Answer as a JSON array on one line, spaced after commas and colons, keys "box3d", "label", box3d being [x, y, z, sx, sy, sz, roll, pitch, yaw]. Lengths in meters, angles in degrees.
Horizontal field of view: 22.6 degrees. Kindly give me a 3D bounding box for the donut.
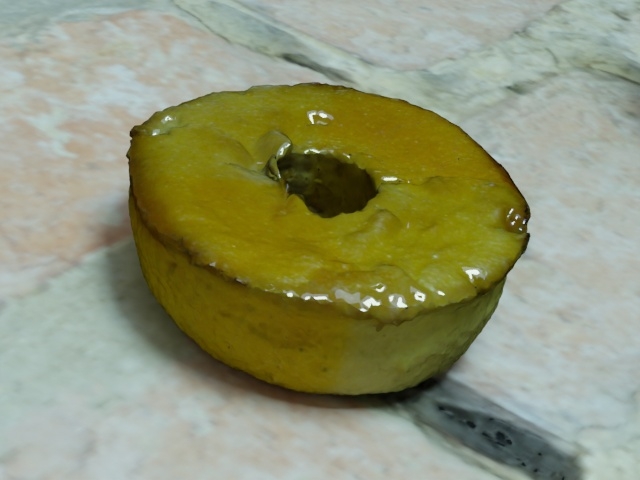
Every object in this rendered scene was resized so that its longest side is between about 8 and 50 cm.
[{"box3d": [0.000, 0.000, 0.651, 0.162, 0.065, 0.178, 4, 31, -7], "label": "donut"}]
